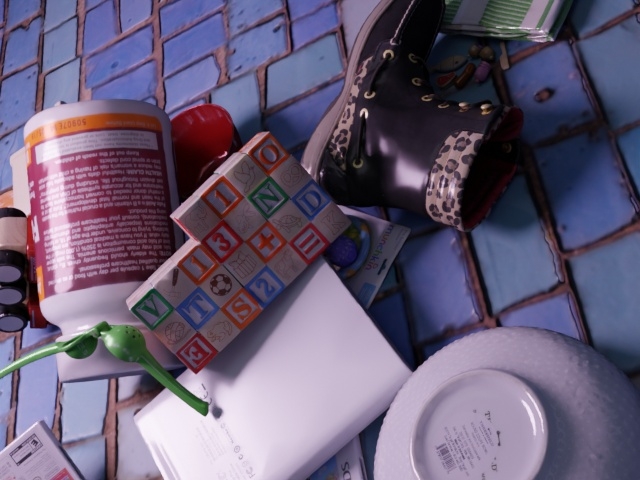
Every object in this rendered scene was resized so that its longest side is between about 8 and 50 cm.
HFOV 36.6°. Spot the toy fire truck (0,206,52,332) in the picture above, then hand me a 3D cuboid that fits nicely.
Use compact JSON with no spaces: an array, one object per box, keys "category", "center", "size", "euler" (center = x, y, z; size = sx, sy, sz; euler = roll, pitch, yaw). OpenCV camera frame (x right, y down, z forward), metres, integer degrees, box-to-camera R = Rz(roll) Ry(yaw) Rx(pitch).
[{"category":"toy fire truck","center":[-0.425,0.035,1.634],"size":[0.246,0.217,0.159],"euler":[0,51,-15]}]

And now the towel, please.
[{"category":"towel","center":[0.266,-0.418,1.527],"size":[0.324,0.038,0.248],"euler":[13,69,41]}]

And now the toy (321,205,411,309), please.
[{"category":"toy","center":[0.000,0.000,1.425],"size":[0.237,0.056,0.137],"euler":[19,75,41]}]

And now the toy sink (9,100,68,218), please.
[{"category":"toy sink","center":[-0.460,-0.108,1.744],"size":[0.131,0.153,0.234],"euler":[-30,50,16]}]

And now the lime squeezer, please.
[{"category":"lime squeezer","center":[-0.297,0.158,1.309],"size":[0.310,0.110,0.059],"euler":[7,35,10]}]

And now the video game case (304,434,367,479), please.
[{"category":"video game case","center":[-0.032,0.357,1.241],"size":[0.212,0.023,0.193],"euler":[-26,50,19]}]

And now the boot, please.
[{"category":"boot","center":[0.160,-0.194,1.382],"size":[0.284,0.138,0.377],"euler":[19,74,39]}]

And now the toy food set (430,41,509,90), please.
[{"category":"toy food set","center":[0.222,-0.263,1.466],"size":[0.122,0.019,0.078],"euler":[-20,53,23]}]

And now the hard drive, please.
[{"category":"hard drive","center":[-0.068,0.212,1.292],"size":[0.353,0.047,0.233],"euler":[-42,54,6]}]

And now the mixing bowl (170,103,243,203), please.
[{"category":"mixing bowl","center":[-0.192,-0.127,1.608],"size":[0.181,0.098,0.181],"euler":[-17,54,25]}]

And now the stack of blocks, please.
[{"category":"stack of blocks","center":[-0.126,0.014,1.319],"size":[0.297,0.171,0.087],"euler":[-45,14,-6]}]

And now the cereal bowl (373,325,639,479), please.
[{"category":"cereal bowl","center":[0.201,0.243,1.077],"size":[0.339,0.141,0.339],"euler":[-16,54,24]}]

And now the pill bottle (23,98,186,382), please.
[{"category":"pill bottle","center":[-0.314,0.006,1.450],"size":[0.224,0.224,0.392],"euler":[-13,79,28]}]

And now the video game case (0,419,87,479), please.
[{"category":"video game case","center":[-0.432,0.397,1.424],"size":[0.201,0.023,0.183],"euler":[-39,82,7]}]

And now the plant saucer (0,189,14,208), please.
[{"category":"plant saucer","center":[-0.602,-0.005,1.853],"size":[0.200,0.037,0.200],"euler":[-17,54,24]}]
